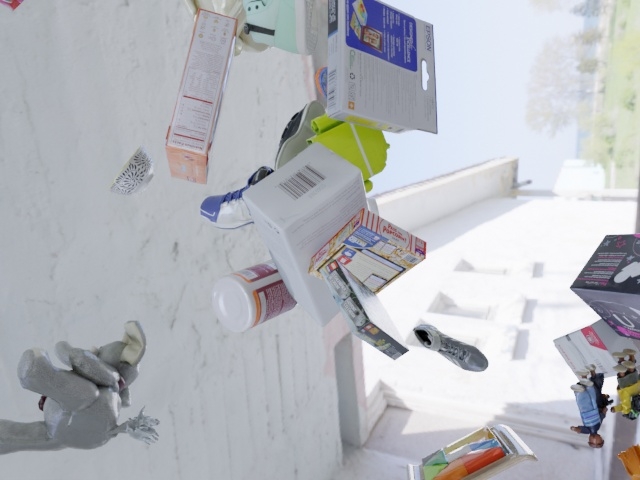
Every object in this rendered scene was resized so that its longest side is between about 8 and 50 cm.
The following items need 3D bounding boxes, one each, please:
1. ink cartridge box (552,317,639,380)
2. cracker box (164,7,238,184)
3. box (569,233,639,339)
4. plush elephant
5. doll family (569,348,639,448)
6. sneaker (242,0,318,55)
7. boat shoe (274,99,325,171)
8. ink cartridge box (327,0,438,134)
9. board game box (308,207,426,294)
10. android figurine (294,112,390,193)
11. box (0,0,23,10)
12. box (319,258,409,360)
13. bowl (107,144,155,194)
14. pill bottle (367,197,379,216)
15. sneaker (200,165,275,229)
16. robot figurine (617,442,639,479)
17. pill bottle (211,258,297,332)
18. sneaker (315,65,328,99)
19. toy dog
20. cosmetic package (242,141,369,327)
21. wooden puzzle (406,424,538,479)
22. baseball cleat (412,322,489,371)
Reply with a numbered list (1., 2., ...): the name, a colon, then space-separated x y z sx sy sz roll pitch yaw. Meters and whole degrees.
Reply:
1. ink cartridge box: 0.578 0.230 1.071 0.109 0.063 0.150 60 165 17
2. cracker box: -0.191 -0.224 0.828 0.156 0.067 0.232 144 137 -74
3. box: 0.600 0.090 0.885 0.142 0.163 0.247 -50 9 -8
4. plush elephant: -0.509 0.309 1.132 0.272 0.330 0.255 -63 23 22
5. doll family: 0.484 0.267 0.854 0.076 0.193 0.111 -146 40 -76
6. sneaker: -0.084 -0.483 0.945 0.094 0.151 0.256 -52 -29 -50
7. boat shoe: -0.097 -0.371 1.910 0.127 0.113 0.340 30 -106 -35
8. ink cartridge box: 0.154 -0.421 1.239 0.307 0.072 0.304 6 -100 -37
9. board game box: 0.086 0.035 0.985 0.146 0.193 0.045 28 -132 -17
10. android figurine: 0.070 -0.232 1.378 0.273 0.056 0.248 -31 -73 -17
11. box: -0.659 -0.619 1.042 0.128 0.122 0.257 32 -149 -57
12. box: 0.057 0.088 0.627 0.137 0.027 0.094 42 -165 -53
13. bowl: -0.539 -0.190 1.497 0.080 0.170 0.170 35 -126 -18
14. pill bottle: 0.089 -0.087 2.043 0.162 0.278 0.162 170 90 -88
15. sneaker: -0.190 -0.127 1.444 0.127 0.315 0.182 -69 -22 -44
16. robot figurine: 0.633 0.434 0.808 0.211 0.291 0.085 -82 13 -48
17. pill bottle: -0.214 0.198 2.022 0.392 0.224 0.224 -18 -70 -50
18. sneaker: 0.063 -0.383 1.426 0.083 0.087 0.221 -40 -66 -10
19. toy dog: -0.338 -0.898 1.867 0.395 0.408 0.284 -8 -37 -53
20. cosmetic package: 0.000 0.000 1.162 0.217 0.156 0.385 -37 -37 -17
21. wooden puzzle: 0.281 0.429 1.000 0.221 0.238 0.044 41 -155 -80
22. baseball cleat: 0.331 0.285 1.324 0.109 0.206 0.072 7 -74 -61
